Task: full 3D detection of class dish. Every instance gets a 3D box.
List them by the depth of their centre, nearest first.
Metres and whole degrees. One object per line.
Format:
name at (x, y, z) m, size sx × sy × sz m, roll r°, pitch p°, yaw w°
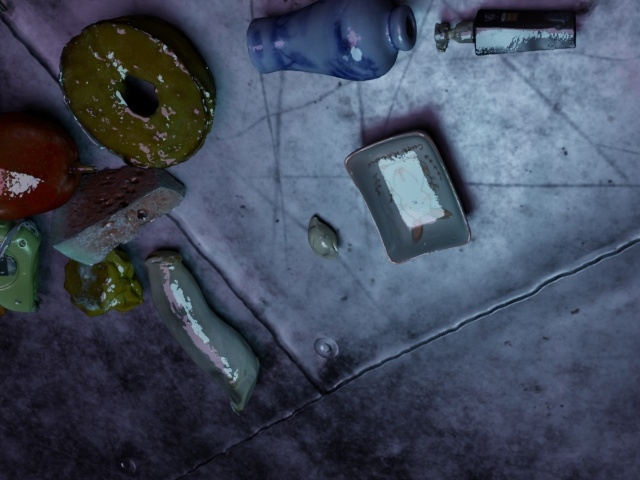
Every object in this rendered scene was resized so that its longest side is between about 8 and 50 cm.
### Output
dish at (0.149, -0.081, 1.581) m, size 0.151 × 0.077 × 0.212 m, roll -18°, pitch 111°, yaw 23°

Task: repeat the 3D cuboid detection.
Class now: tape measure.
tape measure at (-0.617, 0.037, 1.853) m, size 0.175 × 0.106 × 0.200 m, roll 8°, pitch 123°, yaw -12°

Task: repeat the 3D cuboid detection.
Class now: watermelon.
watermelon at (-0.361, -0.067, 1.740) m, size 0.241 × 0.154 × 0.094 m, roll -20°, pitch 146°, yaw 15°

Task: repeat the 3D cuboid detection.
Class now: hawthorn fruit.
hawthorn fruit at (-0.502, -0.131, 1.696) m, size 0.225 × 0.196 × 0.196 m, roll 2°, pitch 119°, yaw 1°

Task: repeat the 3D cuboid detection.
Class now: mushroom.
mushroom at (-0.224, 0.171, 1.827) m, size 0.109 × 0.097 × 0.351 m, roll -27°, pitch 105°, yaw 27°

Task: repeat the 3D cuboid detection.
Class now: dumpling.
dumpling at (0.000, 0.001, 1.695) m, size 0.077 × 0.043 × 0.059 m, roll 43°, pitch 143°, yaw -12°

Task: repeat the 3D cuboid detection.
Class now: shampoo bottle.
shampoo bottle at (0.272, -0.307, 1.431) m, size 0.208 × 0.057 × 0.063 m, roll 2°, pitch 126°, yaw 18°

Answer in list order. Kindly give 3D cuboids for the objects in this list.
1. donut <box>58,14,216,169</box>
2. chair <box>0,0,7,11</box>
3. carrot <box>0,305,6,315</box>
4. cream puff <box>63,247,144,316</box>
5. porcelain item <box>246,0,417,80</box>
donut at (-0.293, -0.253, 1.613) m, size 0.272 × 0.107 × 0.272 m, roll 9°, pitch 125°, yaw 13°
chair at (-0.608, -0.498, 1.468) m, size 0.170 × 0.160 × 0.325 m, roll -4°, pitch 144°, yaw 17°
carrot at (-0.677, 0.047, 1.928) m, size 0.043 × 0.043 × 0.248 m, roll -2°, pitch 118°, yaw 18°
cream puff at (-0.403, 0.074, 1.824) m, size 0.146 × 0.116 × 0.146 m, roll -6°, pitch 80°, yaw 33°
porcelain item at (0.017, -0.310, 1.469) m, size 0.259 × 0.141 × 0.141 m, roll 1°, pitch 118°, yaw 27°
